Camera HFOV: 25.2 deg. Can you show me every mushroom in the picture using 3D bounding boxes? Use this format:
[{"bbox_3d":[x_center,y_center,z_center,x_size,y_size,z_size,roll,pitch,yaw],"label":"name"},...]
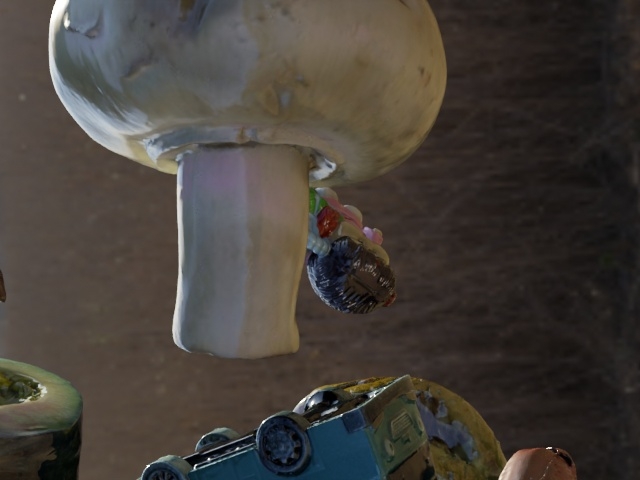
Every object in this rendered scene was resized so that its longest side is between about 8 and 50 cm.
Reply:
[{"bbox_3d":[-0.051,-0.115,1.156,0.315,0.315,0.356,-109,4,-52],"label":"mushroom"}]

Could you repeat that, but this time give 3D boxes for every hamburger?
[{"bbox_3d":[0.076,0.255,1.679,0.132,0.309,0.211,-71,-30,-47],"label":"hamburger"}]

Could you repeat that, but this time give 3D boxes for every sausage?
[{"bbox_3d":[0.191,0.235,1.278,0.141,0.076,0.076,-56,-28,-65],"label":"sausage"}]

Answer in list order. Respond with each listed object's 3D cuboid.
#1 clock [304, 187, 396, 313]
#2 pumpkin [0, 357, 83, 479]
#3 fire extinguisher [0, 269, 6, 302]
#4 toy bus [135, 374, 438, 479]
[{"bbox_3d":[0.000,0.000,1.745,0.100,0.194,0.195,-51,26,7],"label":"clock"},{"bbox_3d":[-0.327,0.205,1.079,0.263,0.293,0.196,-160,74,-66],"label":"pumpkin"},{"bbox_3d":[-0.333,-0.103,1.183,0.114,0.136,0.337,-32,-63,-66],"label":"fire extinguisher"},{"bbox_3d":[-0.028,0.216,1.208,0.128,0.256,0.147,-21,-91,-65],"label":"toy bus"}]
